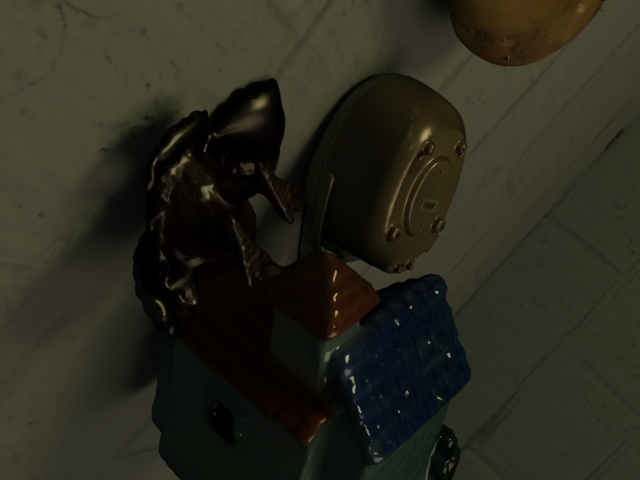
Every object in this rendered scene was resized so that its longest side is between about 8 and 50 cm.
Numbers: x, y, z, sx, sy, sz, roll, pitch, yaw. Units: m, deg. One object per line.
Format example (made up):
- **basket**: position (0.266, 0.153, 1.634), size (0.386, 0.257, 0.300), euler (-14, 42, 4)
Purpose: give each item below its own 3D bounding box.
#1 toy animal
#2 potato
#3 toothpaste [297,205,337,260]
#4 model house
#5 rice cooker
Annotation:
- **toy animal**: position (-0.096, -0.024, 0.563), size (0.179, 0.116, 0.219), euler (-26, -141, 60)
- **potato**: position (0.192, -0.241, 0.654), size (0.161, 0.128, 0.234), euler (-54, 156, 0)
- **toothpaste**: position (0.000, 0.000, 0.874), size (0.046, 0.034, 0.164), euler (-42, 161, -25)
- **model house**: position (-0.011, 0.103, 0.702), size (0.251, 0.294, 0.330), euler (-29, 138, -39)
- **rice cooker**: position (0.067, -0.063, 0.729), size (0.145, 0.127, 0.207), euler (-8, 120, -45)
